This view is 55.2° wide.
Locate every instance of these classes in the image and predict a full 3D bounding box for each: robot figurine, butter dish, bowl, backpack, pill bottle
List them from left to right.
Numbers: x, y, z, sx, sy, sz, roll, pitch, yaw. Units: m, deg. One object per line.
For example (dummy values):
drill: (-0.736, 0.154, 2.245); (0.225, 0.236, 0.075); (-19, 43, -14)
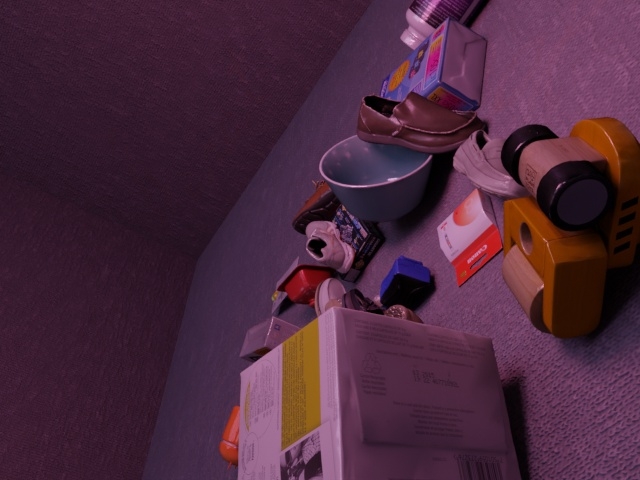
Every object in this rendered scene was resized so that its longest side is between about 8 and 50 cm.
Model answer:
robot figurine: (-0.234, 0.600, 1.900); (0.158, 0.128, 0.219); (-6, 59, 55)
butter dish: (-0.031, 0.158, 1.945); (0.160, 0.160, 0.118); (-49, 47, 38)
bowl: (0.165, -0.164, 1.667); (0.311, 0.163, 0.311); (-11, 35, 8)
backpack: (0.200, 0.105, 1.461); (0.101, 0.098, 0.120); (-75, 8, -54)
pill bottle: (0.389, -0.732, 1.889); (0.323, 0.181, 0.181); (-54, 22, 25)

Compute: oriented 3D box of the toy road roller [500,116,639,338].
toy road roller: (0.429, -0.028, 0.961); (0.202, 0.241, 0.329); (-101, 4, -59)

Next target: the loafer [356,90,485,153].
loafer: (0.242, -0.315, 1.590); (0.366, 0.130, 0.134); (10, 42, 33)

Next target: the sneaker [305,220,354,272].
sneaker: (0.000, 0.000, 1.830); (0.099, 0.121, 0.262); (-66, 32, 13)

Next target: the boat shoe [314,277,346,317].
boat shoe: (0.059, 0.214, 1.673); (0.103, 0.113, 0.302); (-48, 35, 35)

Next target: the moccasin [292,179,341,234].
moccasin: (0.034, -0.154, 2.136); (0.380, 0.139, 0.147); (-49, 24, 36)

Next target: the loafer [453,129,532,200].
loafer: (0.375, -0.167, 1.325); (0.319, 0.112, 0.111); (-112, 42, -65)

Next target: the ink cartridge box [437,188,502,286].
ink cartridge box: (0.325, -0.008, 1.357); (0.145, 0.045, 0.179); (-50, 21, 36)

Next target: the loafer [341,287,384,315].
loafer: (0.136, 0.213, 1.500); (0.095, 0.109, 0.302); (-43, 32, 16)

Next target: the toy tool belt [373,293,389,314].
toy tool belt: (0.175, 0.147, 1.550); (0.051, 0.052, 0.083); (49, 119, 36)

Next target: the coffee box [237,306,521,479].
coffee box: (0.080, 0.348, 1.006); (0.334, 0.338, 0.338); (-42, 42, 46)

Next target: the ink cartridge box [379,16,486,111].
ink cartridge box: (0.291, -0.415, 1.801); (0.395, 0.151, 0.270); (-39, 31, 54)

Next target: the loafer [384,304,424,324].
loafer: (0.181, 0.275, 1.308); (0.102, 0.092, 0.268); (-1, 80, 59)

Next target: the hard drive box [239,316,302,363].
hard drive box: (-0.080, 0.311, 1.704); (0.181, 0.232, 0.089); (-34, 35, 56)

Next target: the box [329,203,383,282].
box: (0.088, -0.006, 1.861); (0.175, 0.051, 0.220); (-59, 33, 22)

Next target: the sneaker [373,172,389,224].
sneaker: (0.179, -0.134, 1.840); (0.188, 0.071, 0.066); (-55, 21, 22)

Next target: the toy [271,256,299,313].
toy: (-0.113, 0.171, 2.231); (0.237, 0.056, 0.137); (-46, 30, 53)
